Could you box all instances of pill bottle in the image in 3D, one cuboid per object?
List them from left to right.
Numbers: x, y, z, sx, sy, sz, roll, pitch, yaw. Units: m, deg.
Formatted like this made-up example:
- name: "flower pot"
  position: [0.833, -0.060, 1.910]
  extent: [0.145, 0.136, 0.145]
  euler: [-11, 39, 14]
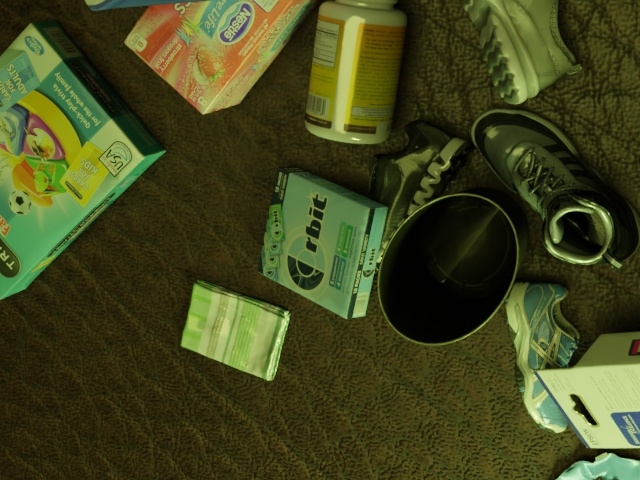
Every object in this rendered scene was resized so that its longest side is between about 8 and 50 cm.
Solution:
- name: "pill bottle"
  position: [0.049, -0.241, 1.681]
  extent: [0.117, 0.117, 0.215]
  euler: [12, 106, 16]

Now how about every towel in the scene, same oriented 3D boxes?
- name: "towel"
  position: [-0.127, 0.131, 1.872]
  extent: [0.152, 0.023, 0.113]
  euler: [19, 106, 14]

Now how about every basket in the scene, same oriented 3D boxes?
- name: "basket"
  position: [0.184, 0.014, 1.633]
  extent: [0.154, 0.227, 0.204]
  euler: [37, 110, 8]

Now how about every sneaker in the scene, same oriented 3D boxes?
- name: "sneaker"
  position: [0.102, -0.064, 1.729]
  extent: [0.106, 0.078, 0.234]
  euler: [39, 110, 14]
- name: "sneaker"
  position: [0.243, -0.318, 1.630]
  extent: [0.115, 0.105, 0.281]
  euler: [-18, 92, -13]
- name: "sneaker"
  position: [0.303, 0.155, 1.703]
  extent: [0.081, 0.080, 0.211]
  euler: [-10, 100, 23]
- name: "sneaker"
  position: [0.293, -0.066, 1.618]
  extent: [0.268, 0.153, 0.101]
  euler: [42, 111, 6]

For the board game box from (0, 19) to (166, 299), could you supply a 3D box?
- name: "board game box"
  position: [-0.431, -0.116, 1.890]
  extent: [0.336, 0.079, 0.254]
  euler: [-42, 87, 21]

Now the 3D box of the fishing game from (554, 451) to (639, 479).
- name: "fishing game"
  position: [0.399, 0.379, 1.742]
  extent: [0.264, 0.041, 0.189]
  euler: [-19, 98, 21]

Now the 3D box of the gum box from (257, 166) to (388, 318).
- name: "gum box"
  position: [0.000, 0.000, 1.750]
  extent: [0.184, 0.041, 0.157]
  euler: [25, 111, 41]

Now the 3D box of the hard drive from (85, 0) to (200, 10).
- name: "hard drive"
  position: [-0.116, -0.334, 1.453]
  extent: [0.210, 0.319, 0.040]
  euler: [-30, 92, 21]

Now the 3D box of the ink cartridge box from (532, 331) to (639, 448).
- name: "ink cartridge box"
  position: [0.467, 0.186, 1.591]
  extent: [0.371, 0.069, 0.175]
  euler: [-10, 131, 38]

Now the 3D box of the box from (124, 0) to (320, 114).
- name: "box"
  position: [-0.096, -0.329, 1.697]
  extent: [0.154, 0.142, 0.300]
  euler: [42, 111, 6]
